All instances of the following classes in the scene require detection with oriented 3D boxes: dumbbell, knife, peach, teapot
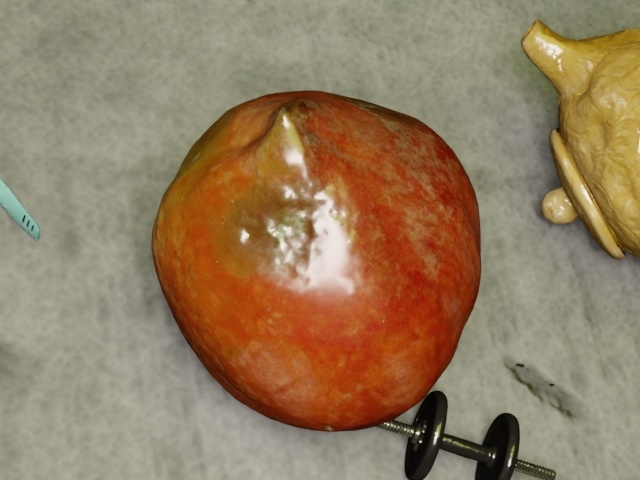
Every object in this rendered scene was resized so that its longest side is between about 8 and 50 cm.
[{"bbox_3d":[0.102,0.149,0.948,0.147,0.069,0.069,18,60,-7],"label":"dumbbell"},{"bbox_3d":[-0.237,-0.035,0.976,0.014,0.005,0.091,-36,79,-29],"label":"knife"},{"bbox_3d":[0.000,0.000,0.885,0.232,0.257,0.232,1,53,-1],"label":"peach"},{"bbox_3d":[0.260,-0.048,1.052,0.311,0.167,0.203,58,16,-11],"label":"teapot"}]
